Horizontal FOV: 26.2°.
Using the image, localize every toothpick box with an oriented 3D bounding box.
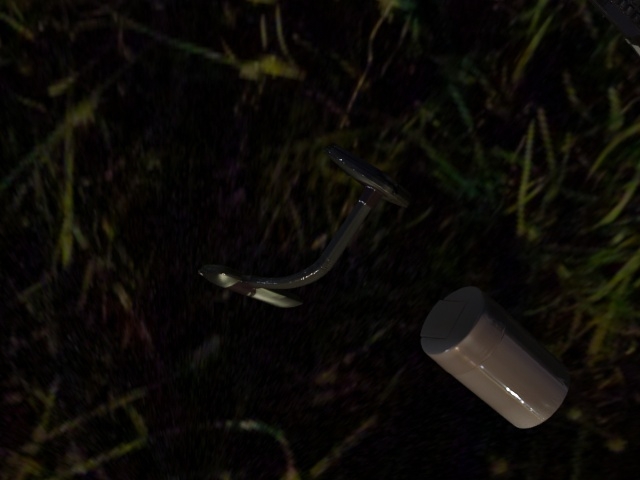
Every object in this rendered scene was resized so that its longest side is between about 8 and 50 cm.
[{"bbox_3d":[0.228,0.152,1.793,0.180,0.111,0.111,40,75,-24],"label":"toothpick box"}]

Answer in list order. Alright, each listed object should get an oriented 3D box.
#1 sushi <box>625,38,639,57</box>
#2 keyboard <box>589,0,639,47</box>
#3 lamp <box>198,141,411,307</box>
[{"bbox_3d":[0.661,-0.225,2.010,0.343,0.359,0.064,17,83,32],"label":"sushi"},{"bbox_3d":[0.374,-0.242,1.472,0.262,0.016,0.106,36,94,-31],"label":"keyboard"},{"bbox_3d":[0.002,0.006,1.878,0.283,0.203,0.124,-44,64,10],"label":"lamp"}]
